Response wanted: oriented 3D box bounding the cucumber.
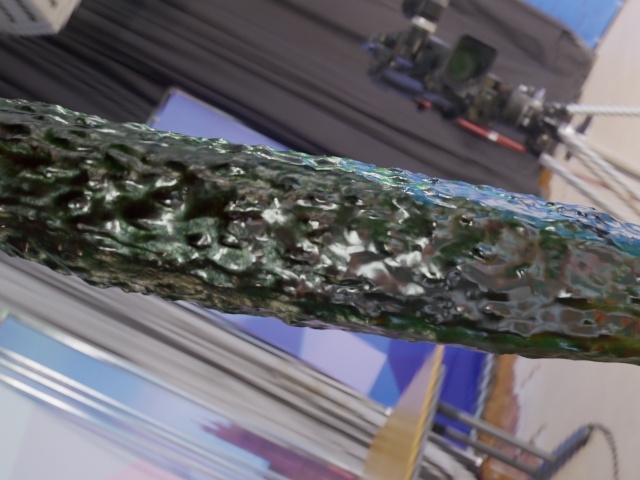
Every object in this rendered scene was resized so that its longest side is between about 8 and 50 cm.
[{"bbox_3d":[0.000,0.000,0.373,0.067,0.294,0.067,11,-90,-70],"label":"cucumber"}]
